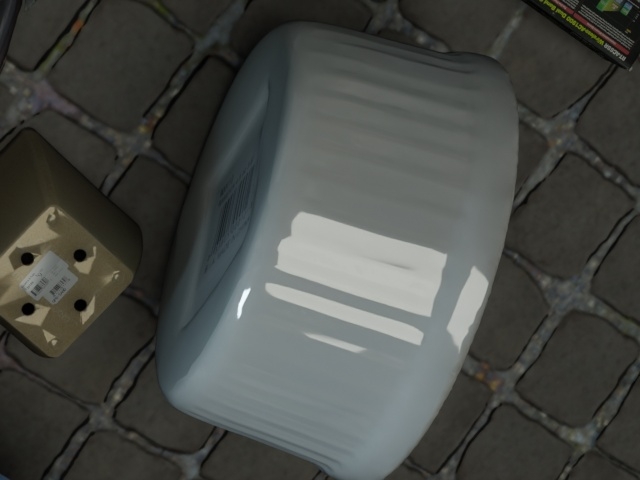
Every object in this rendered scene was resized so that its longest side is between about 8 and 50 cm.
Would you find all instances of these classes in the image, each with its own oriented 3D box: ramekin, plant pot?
[{"bbox_3d":[0.000,0.000,1.155,0.135,0.277,0.277,17,101,-15],"label":"ramekin"},{"bbox_3d":[-0.175,0.012,1.192,0.109,0.096,0.109,-46,115,0],"label":"plant pot"}]

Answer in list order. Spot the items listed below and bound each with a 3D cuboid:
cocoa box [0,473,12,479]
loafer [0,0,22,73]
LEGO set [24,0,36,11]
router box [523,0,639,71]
[{"bbox_3d":[-0.342,0.218,1.089,0.347,0.231,0.228,36,128,-25],"label":"cocoa box"},{"bbox_3d":[-0.277,-0.056,1.155,0.109,0.095,0.302,32,91,6],"label":"loafer"},{"bbox_3d":[-0.059,-0.280,1.058,0.255,0.192,0.331,11,107,-4],"label":"LEGO set"},{"bbox_3d":[0.183,-0.185,1.278,0.122,0.038,0.092,32,95,-24],"label":"router box"}]
